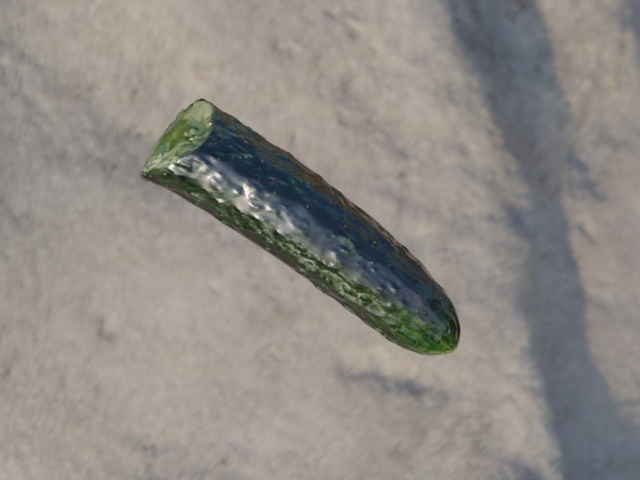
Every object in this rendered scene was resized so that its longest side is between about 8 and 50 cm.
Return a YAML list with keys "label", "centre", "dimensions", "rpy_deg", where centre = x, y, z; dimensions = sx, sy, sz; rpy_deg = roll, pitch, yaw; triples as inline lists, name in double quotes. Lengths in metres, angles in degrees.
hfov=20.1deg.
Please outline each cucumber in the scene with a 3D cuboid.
- label: "cucumber"
  centre: [0.000, 0.000, 1.013]
  dimensions: [0.214, 0.052, 0.058]
  rpy_deg: [36, 106, -18]
